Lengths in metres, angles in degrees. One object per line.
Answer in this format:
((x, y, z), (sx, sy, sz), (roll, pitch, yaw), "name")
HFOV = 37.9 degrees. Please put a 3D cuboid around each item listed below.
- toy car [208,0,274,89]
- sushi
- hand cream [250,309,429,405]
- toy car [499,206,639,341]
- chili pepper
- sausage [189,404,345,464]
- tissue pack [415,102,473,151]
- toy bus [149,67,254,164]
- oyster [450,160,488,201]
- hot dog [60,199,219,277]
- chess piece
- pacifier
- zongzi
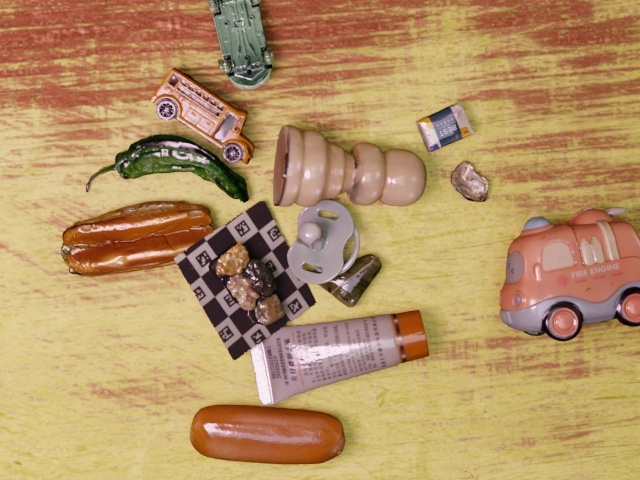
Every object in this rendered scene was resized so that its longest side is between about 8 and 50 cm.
((-0.134, -0.342, 1.565), (0.093, 0.058, 0.186), (-12, 87, -3), "toy car")
((-0.113, 0.070, 1.587), (0.192, 0.050, 0.215), (-34, 107, -22), "sushi")
((0.033, 0.200, 1.643), (0.314, 0.089, 0.140), (-9, 85, 0), "hand cream")
((0.438, 0.054, 1.621), (0.270, 0.180, 0.212), (-11, 89, -4), "toy car")
((-0.257, -0.127, 1.583), (0.279, 0.065, 0.122), (7, 118, 0), "chili pepper")
((-0.093, 0.344, 1.645), (0.274, 0.105, 0.105), (4, 98, -5), "sausage")
((0.216, -0.197, 1.624), (0.083, 0.042, 0.062), (-23, 97, -2), "tissue pack")
((-0.187, -0.207, 1.566), (0.194, 0.083, 0.088), (33, 96, -9), "toy bus")
((0.266, -0.099, 1.655), (0.054, 0.019, 0.083), (-45, 97, 1), "oyster")
((-0.309, -0.006, 1.589), (0.269, 0.072, 0.115), (-6, 101, -5), "hot dog")
((0.053, -0.111, 1.583), (0.261, 0.143, 0.143), (7, 98, -12), "chess piece")
((0.000, 0.000, 1.589), (0.127, 0.116, 0.150), (22, 84, 19), "pacifier")
((0.039, 0.048, 1.646), (0.113, 0.052, 0.104), (36, 86, 4), "zongzi")
